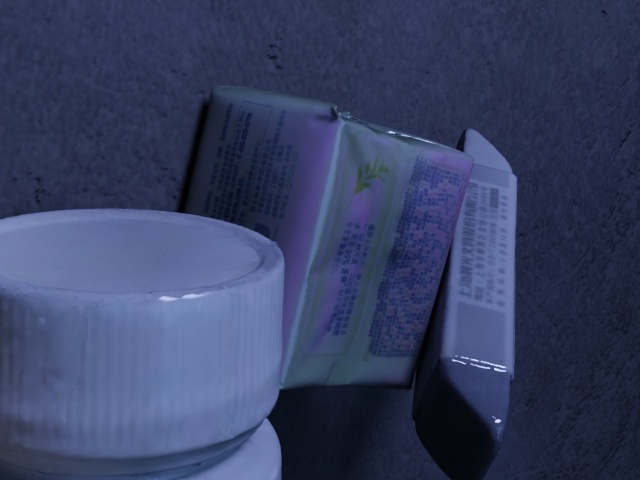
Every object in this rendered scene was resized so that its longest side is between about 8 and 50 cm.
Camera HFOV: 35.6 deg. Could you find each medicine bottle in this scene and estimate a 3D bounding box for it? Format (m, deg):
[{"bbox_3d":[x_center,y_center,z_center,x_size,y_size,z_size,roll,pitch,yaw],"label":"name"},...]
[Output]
[{"bbox_3d":[-0.129,0.180,0.615,0.211,0.211,0.372,-10,111,-46],"label":"medicine bottle"}]

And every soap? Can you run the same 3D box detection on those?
[{"bbox_3d":[0.000,0.000,0.753,0.182,0.138,0.199,9,97,-50],"label":"soap"}]

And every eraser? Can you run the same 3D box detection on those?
[{"bbox_3d":[0.123,0.041,0.830,0.352,0.061,0.089,-76,-177,-48],"label":"eraser"}]
